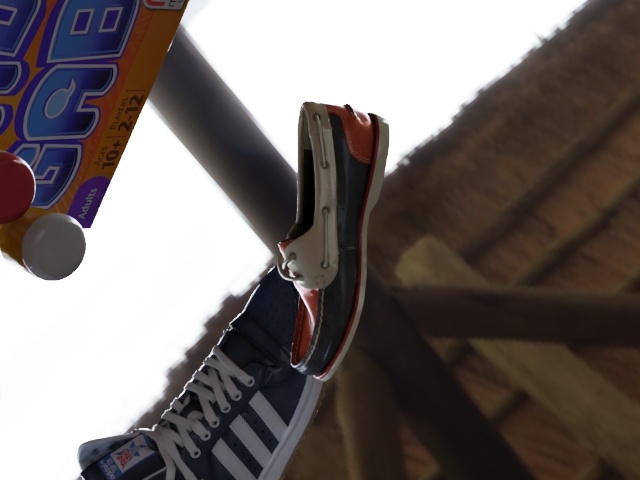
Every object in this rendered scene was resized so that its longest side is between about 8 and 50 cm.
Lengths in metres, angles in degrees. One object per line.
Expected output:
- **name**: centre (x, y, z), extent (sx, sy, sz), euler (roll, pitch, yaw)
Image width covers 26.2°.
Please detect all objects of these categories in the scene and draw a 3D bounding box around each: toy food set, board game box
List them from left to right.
- **toy food set**: centre (-0.216, 0.015, 0.704), extent (0.232, 0.111, 0.104), euler (-18, -161, -34)
- **board game box**: centre (-0.411, -0.239, 1.425), extent (0.356, 0.356, 0.356), euler (-9, 135, -49)

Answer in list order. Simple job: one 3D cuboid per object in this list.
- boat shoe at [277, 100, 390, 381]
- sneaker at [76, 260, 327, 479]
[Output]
- **boat shoe**: centre (0.000, 0.000, 0.675), extent (0.049, 0.043, 0.137), euler (-163, -97, -67)
- **sneaker**: centre (-0.097, 0.142, 1.106), extent (0.099, 0.153, 0.282), euler (38, -68, 51)
